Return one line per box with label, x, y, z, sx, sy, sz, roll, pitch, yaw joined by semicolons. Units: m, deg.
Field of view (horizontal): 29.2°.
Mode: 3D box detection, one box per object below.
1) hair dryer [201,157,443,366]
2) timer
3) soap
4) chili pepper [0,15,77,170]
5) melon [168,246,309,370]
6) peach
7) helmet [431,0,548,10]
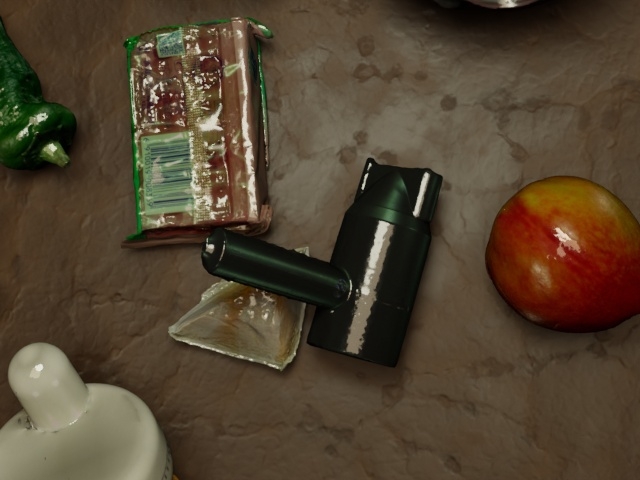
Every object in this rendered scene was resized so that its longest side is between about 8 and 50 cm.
hair dryer;0.000;0.000;1.429;0.116;0.302;0.244;8;82;50
timer;-0.295;0.261;1.438;0.233;0.240;0.233;-11;41;10
soap;-0.157;-0.133;1.534;0.217;0.098;0.273;-5;84;5
chili pepper;-0.405;-0.185;1.563;0.136;0.099;0.270;-41;78;-8
melon;-0.082;0.100;1.510;0.202;0.093;0.140;-30;90;7
peach;0.294;0.025;1.434;0.197;0.197;0.197;-1;84;5
helmet;0.206;-0.403;1.476;0.338;0.197;0.271;3;92;12
